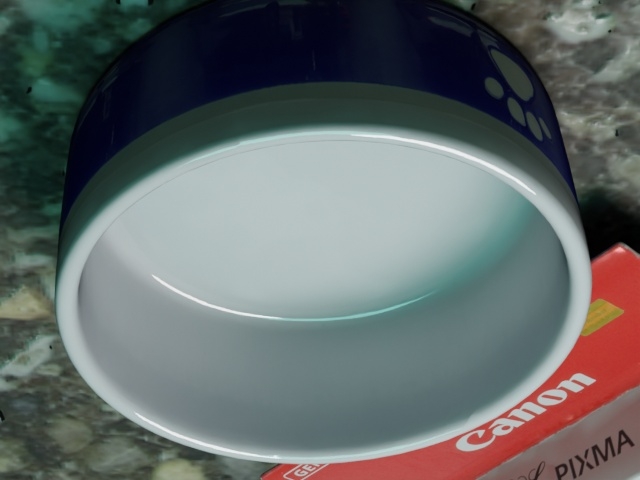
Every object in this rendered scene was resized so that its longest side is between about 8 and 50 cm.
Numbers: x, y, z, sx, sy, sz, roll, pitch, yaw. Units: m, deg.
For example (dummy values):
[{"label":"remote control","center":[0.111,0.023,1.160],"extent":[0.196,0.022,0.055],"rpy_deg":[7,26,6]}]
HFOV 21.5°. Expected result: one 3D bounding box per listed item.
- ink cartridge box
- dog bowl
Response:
[{"label":"ink cartridge box","center":[0.157,0.137,1.035],"extent":[0.261,0.066,0.296],"rpy_deg":[23,133,-40]},{"label":"dog bowl","center":[0.000,0.000,0.861],"extent":[0.265,0.104,0.265],"rpy_deg":[-2,139,-2]}]
